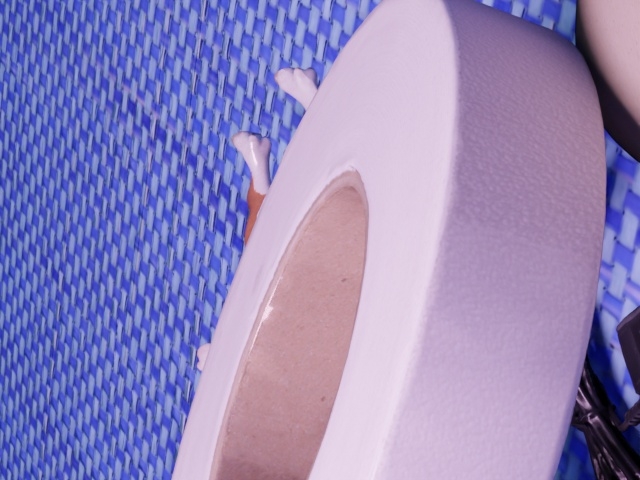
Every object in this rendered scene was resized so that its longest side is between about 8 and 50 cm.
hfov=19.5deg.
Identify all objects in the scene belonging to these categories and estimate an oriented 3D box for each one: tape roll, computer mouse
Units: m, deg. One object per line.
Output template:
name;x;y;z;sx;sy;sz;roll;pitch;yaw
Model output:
tape roll;0.010;0.075;0.845;0.392;0.072;0.392;-162;90;-78
computer mouse;0.186;0.034;0.970;0.184;0.060;0.262;64;156;26

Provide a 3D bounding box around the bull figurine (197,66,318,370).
bull figurine;0.000;0.000;1.243;0.310;0.101;0.188;-39;58;56

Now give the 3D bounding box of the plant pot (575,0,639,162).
plant pot;0.209;-0.107;0.756;0.274;0.256;0.257;154;110;-76
